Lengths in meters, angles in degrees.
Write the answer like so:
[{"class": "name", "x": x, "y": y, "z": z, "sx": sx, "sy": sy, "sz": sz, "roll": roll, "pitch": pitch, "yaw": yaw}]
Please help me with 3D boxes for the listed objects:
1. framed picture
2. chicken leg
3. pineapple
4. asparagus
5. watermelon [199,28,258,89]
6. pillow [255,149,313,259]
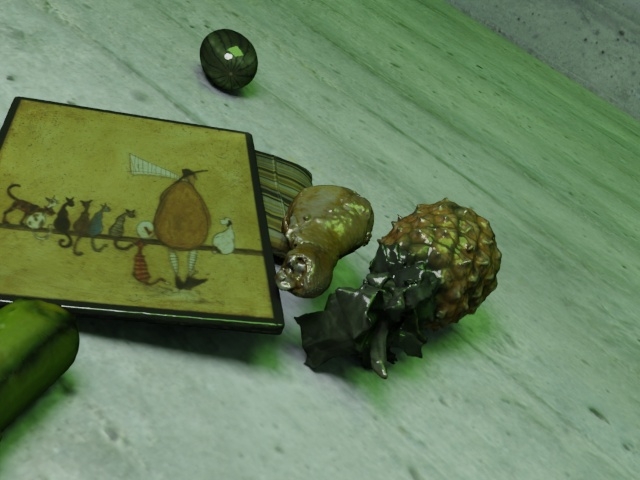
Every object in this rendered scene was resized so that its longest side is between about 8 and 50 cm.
[{"class": "framed picture", "x": -0.174, "y": -0.039, "z": 0.706, "sx": 0.256, "sy": 0.014, "sz": 0.338, "roll": 8, "pitch": 32, "yaw": -15}, {"class": "chicken leg", "x": 0.001, "y": -0.003, "z": 0.694, "sx": 0.085, "sy": 0.069, "sz": 0.198, "roll": 20, "pitch": 24, "yaw": 1}, {"class": "pineapple", "x": 0.076, "y": 0.047, "z": 0.723, "sx": 0.128, "sy": 0.128, "sz": 0.248, "roll": 37, "pitch": 36, "yaw": 17}, {"class": "asparagus", "x": -0.226, "y": 0.112, "z": 0.410, "sx": 0.067, "sy": 0.060, "sz": 0.277, "roll": 48, "pitch": 29, "yaw": -3}, {"class": "watermelon", "x": -0.129, "y": -0.254, "z": 1.079, "sx": 0.078, "sy": 0.078, "sz": 0.110, "roll": 8, "pitch": 33, "yaw": -31}, {"class": "pillow", "x": -0.050, "y": -0.043, "z": 0.835, "sx": 0.113, "sy": 0.038, "sz": 0.203, "roll": 18, "pitch": 29, "yaw": -18}]
